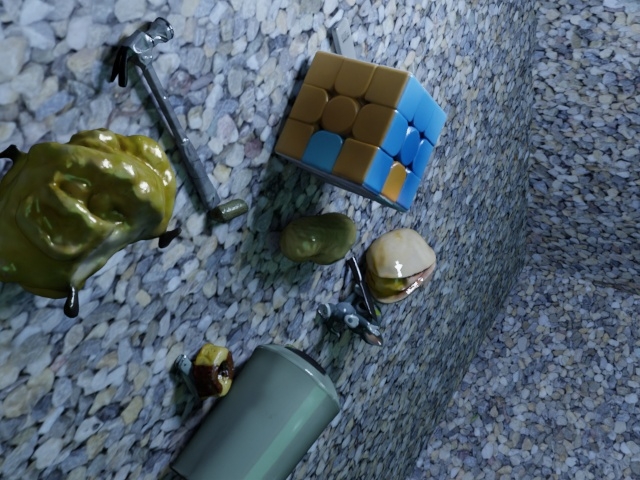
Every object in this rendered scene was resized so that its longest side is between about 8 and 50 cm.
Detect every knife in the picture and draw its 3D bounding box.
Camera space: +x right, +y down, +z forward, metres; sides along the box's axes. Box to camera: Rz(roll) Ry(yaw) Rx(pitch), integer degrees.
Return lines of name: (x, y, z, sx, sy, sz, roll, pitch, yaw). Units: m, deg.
knife: (-0.311, 0.333, 1.490, 0.044, 0.023, 0.162, -56, 145, -32)
knife: (0.145, 0.161, 2.002, 0.060, 0.028, 0.230, 10, 55, -57)

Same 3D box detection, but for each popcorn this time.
popcorn: (-0.397, -0.048, 0.987, 0.297, 0.281, 0.316, -42, -173, 17)

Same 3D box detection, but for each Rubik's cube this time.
Rubik's cube: (0.110, -0.275, 1.593, 0.290, 0.291, 0.292, 20, 93, -60)

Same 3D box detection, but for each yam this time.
yam: (-0.212, -0.070, 1.439, 0.094, 0.043, 0.043, -31, 129, -50)

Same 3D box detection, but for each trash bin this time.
trash bin: (-0.149, 0.474, 1.573, 0.432, 0.280, 0.280, -50, 142, -25)

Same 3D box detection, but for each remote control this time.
remote control: (0.075, -0.491, 1.715, 0.067, 0.029, 0.261, -54, 146, -27)

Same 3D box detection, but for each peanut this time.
peanut: (0.000, 0.000, 1.720, 0.319, 0.147, 0.148, -13, 115, -58)

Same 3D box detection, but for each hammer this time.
hammer: (-0.283, -0.227, 1.252, 0.152, 0.044, 0.427, -54, 144, -28)

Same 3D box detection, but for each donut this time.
donut: (-0.259, 0.323, 1.512, 0.140, 0.059, 0.140, 2, 90, -74)

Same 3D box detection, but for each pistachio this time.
pistachio: (0.268, 0.083, 2.102, 0.309, 0.229, 0.230, -47, 141, -50)

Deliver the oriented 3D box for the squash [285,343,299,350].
squash: (-0.053, 0.418, 1.850, 0.137, 0.137, 0.288, -33, 129, -47)

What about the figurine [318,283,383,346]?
figurine: (0.109, 0.257, 2.005, 0.265, 0.193, 0.140, -6, 138, -37)
